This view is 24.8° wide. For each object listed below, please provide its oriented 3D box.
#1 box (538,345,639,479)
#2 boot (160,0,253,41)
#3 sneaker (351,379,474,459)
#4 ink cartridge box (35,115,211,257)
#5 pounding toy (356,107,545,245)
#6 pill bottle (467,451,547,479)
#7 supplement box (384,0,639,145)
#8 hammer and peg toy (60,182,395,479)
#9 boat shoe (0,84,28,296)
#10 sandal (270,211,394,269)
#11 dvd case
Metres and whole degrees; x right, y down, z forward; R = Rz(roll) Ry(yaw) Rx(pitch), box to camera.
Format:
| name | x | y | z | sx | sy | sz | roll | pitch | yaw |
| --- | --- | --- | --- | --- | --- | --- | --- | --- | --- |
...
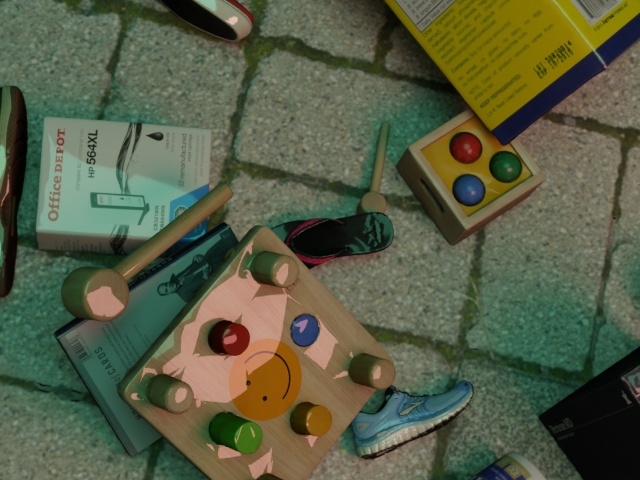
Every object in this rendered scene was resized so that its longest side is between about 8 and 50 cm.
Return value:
| name | x | y | z | sx | sy | sz | roll | pitch | yaw |
| --- | --- | --- | --- | --- | --- | --- | --- | --- | --- |
| box | 0.442 | 0.259 | 1.633 | 0.179 | 0.343 | 0.312 | -33 | 83 | -13 |
| boot | -0.151 | -0.377 | 1.854 | 0.244 | 0.088 | 0.176 | 37 | 72 | 6 |
| sneaker | 0.109 | 0.200 | 1.748 | 0.162 | 0.063 | 0.073 | -22 | 76 | -13 |
| ink cartridge box | -0.238 | -0.062 | 1.755 | 0.203 | 0.086 | 0.148 | 3 | 76 | -9 |
| pounding toy | 0.140 | -0.089 | 1.812 | 0.206 | 0.094 | 0.181 | -32 | 82 | -15 |
| pill bottle | 0.181 | 0.340 | 1.695 | 0.187 | 0.112 | 0.112 | -32 | 82 | -15 |
| supplement box | 0.216 | -0.333 | 1.770 | 0.356 | 0.194 | 0.195 | 51 | 47 | 0 |
| hammer and peg toy | -0.095 | 0.114 | 1.636 | 0.266 | 0.127 | 0.361 | -50 | 115 | -17 |
| boat shoe | -0.408 | -0.063 | 1.730 | 0.095 | 0.095 | 0.257 | 3 | 75 | -1 |
| sandal | 0.000 | 0.000 | 1.778 | 0.179 | 0.040 | 0.067 | -14 | 82 | 7 |
| dvd case | -0.167 | 0.116 | 1.706 | 0.239 | 0.029 | 0.179 | -33 | 113 | -14 |
